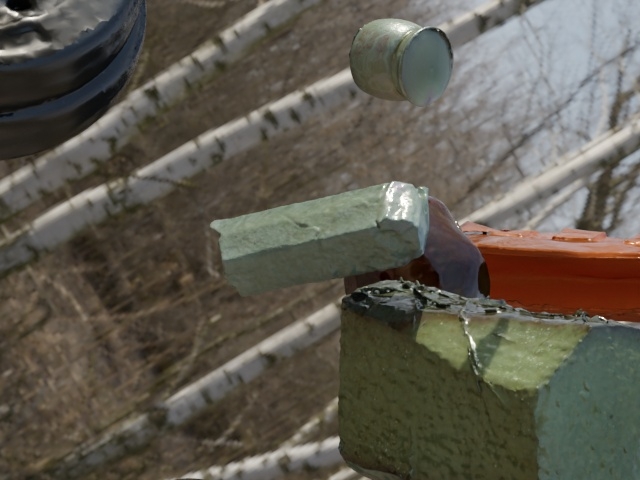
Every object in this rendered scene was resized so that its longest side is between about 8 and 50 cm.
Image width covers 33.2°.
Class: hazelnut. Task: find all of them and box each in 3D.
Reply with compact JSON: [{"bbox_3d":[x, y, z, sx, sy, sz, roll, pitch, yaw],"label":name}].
[{"bbox_3d":[0.117,0.048,1.314,0.204,0.178,0.178,51,0,-32],"label":"hazelnut"}]

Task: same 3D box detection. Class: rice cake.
[{"bbox_3d":[0.000,0.000,0.972,0.069,0.207,0.063,-83,153,-48],"label":"rice cake"}]

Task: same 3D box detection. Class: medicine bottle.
[{"bbox_3d":[0.147,-0.321,1.930,0.143,0.147,0.147,20,-32,43],"label":"medicine bottle"}]

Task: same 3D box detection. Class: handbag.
[{"bbox_3d":[0.368,0.044,1.624,0.303,0.410,0.116,-16,107,-64],"label":"handbag"}]

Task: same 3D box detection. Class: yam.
[{"bbox_3d":[0.165,0.140,0.934,0.271,0.202,0.202,3,-89,58],"label":"yam"}]

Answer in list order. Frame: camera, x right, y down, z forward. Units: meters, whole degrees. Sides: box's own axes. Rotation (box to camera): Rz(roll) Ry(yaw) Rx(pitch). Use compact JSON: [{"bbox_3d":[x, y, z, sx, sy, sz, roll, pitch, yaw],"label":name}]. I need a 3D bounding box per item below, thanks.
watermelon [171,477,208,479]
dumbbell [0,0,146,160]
[{"bbox_3d":[-0.182,0.464,1.496,0.269,0.269,0.269,58,-5,8],"label":"watermelon"},{"bbox_3d":[-0.149,-0.183,0.465,0.185,0.185,0.388,57,-31,17],"label":"dumbbell"}]
